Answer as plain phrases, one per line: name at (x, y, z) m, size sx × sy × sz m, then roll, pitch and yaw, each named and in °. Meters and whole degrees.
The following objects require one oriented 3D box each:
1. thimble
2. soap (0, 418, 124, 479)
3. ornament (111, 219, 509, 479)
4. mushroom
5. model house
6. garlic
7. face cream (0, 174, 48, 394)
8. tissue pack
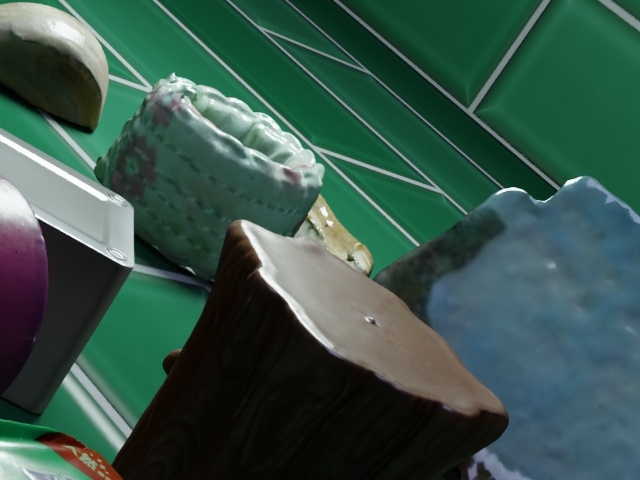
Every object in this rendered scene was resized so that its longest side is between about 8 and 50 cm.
thimble at (-0.114, -0.061, 1.937) m, size 0.211 × 0.149 × 0.185 m, roll 33°, pitch 16°, yaw -4°
soap at (-0.124, 0.223, 1.076) m, size 0.273 × 0.098 × 0.218 m, roll 46°, pitch 12°, yaw 31°
ornament at (-0.025, 0.140, 1.317) m, size 0.235 × 0.217 × 0.221 m, roll 35°, pitch 14°, yaw 0°
mushroom at (-0.001, 0.002, 2.132) m, size 0.094 × 0.072 × 0.210 m, roll 17°, pitch 26°, yaw -46°
model house at (0.220, 0.182, 1.734) m, size 0.360 × 0.297 × 0.339 m, roll 41°, pitch -20°, yaw 22°
garlic at (-0.300, -0.201, 2.066) m, size 0.195 × 0.101 × 0.087 m, roll 27°, pitch 17°, yaw -27°
face cream at (-0.295, 0.020, 1.195) m, size 0.175 × 0.175 × 0.195 m, roll 44°, pitch 18°, yaw 34°
tissue pack at (-0.274, -0.009, 1.422) m, size 0.246 × 0.136 × 0.159 m, roll 31°, pitch 15°, yaw -15°
